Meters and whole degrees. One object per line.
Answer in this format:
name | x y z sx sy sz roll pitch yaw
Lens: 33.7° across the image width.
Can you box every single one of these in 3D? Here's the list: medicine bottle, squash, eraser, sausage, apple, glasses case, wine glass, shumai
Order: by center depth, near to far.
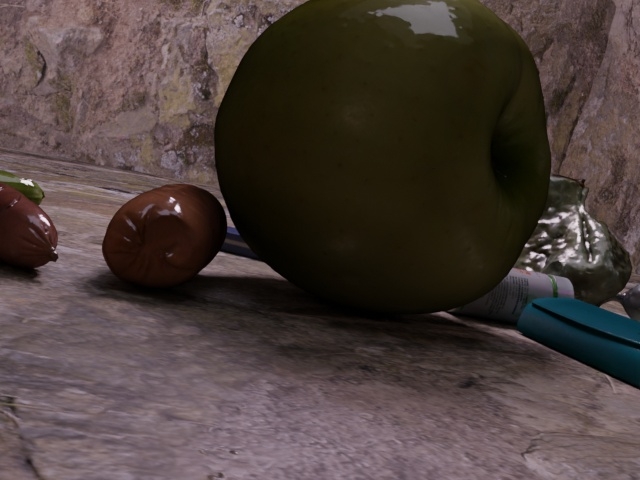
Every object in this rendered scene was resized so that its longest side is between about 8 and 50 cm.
sausage | -0.414 -0.036 1.308 0.088 0.087 0.433 8 6 -36
sausage | -0.187 -0.008 1.318 0.121 0.121 0.304 12 7 0
glasses case | 0.386 0.132 1.402 0.117 0.070 0.301 9 7 -20
apple | 0.079 -0.121 1.427 0.474 0.473 0.473 12 5 -1
medicine bottle | 0.284 0.082 1.608 0.184 0.086 0.086 10 5 -15
squash | -0.539 -0.081 1.612 0.239 0.069 0.069 8 6 -31
eraser | -0.108 0.010 1.798 0.225 0.036 0.082 14 7 16
shumai | 0.399 0.003 1.803 0.225 0.221 0.260 -19 15 3
wine glass | 0.597 0.119 1.881 0.222 0.103 0.103 13 5 14
